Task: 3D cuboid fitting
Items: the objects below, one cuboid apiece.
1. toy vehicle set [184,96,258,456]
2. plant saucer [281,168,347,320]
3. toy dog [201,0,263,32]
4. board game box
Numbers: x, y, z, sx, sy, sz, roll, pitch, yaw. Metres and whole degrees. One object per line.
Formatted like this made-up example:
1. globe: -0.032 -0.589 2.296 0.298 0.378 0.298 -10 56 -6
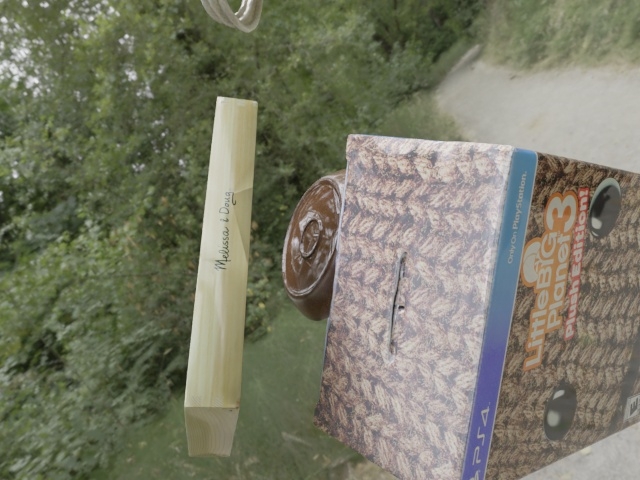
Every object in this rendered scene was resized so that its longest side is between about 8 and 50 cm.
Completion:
1. toy vehicle set: -0.083 0.033 0.513 0.166 0.035 0.266 108 164 -57
2. plant saucer: 0.000 0.000 0.636 0.168 0.029 0.168 -40 42 48
3. toy dog: -0.004 -0.372 0.649 0.161 0.220 0.333 -4 26 30
4. board game box: 0.159 0.046 0.502 0.291 0.231 0.141 0 11 -41
